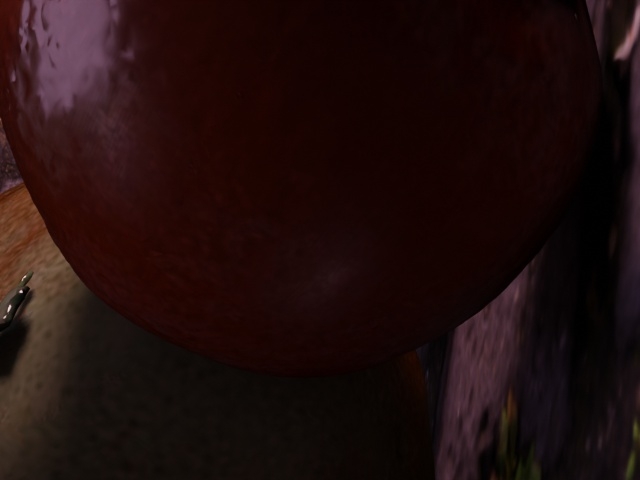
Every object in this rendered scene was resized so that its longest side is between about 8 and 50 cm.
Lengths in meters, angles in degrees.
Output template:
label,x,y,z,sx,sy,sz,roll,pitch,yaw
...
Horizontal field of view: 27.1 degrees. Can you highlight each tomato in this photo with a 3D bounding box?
label,x,y,z,sx,sy,sz,roll,pitch,yaw
tomato,-0.004,-0.065,0.450,0.208,0.208,0.184,-87,21,-47
tomato,-0.090,0.107,0.591,0.239,0.303,0.304,-174,90,-77
